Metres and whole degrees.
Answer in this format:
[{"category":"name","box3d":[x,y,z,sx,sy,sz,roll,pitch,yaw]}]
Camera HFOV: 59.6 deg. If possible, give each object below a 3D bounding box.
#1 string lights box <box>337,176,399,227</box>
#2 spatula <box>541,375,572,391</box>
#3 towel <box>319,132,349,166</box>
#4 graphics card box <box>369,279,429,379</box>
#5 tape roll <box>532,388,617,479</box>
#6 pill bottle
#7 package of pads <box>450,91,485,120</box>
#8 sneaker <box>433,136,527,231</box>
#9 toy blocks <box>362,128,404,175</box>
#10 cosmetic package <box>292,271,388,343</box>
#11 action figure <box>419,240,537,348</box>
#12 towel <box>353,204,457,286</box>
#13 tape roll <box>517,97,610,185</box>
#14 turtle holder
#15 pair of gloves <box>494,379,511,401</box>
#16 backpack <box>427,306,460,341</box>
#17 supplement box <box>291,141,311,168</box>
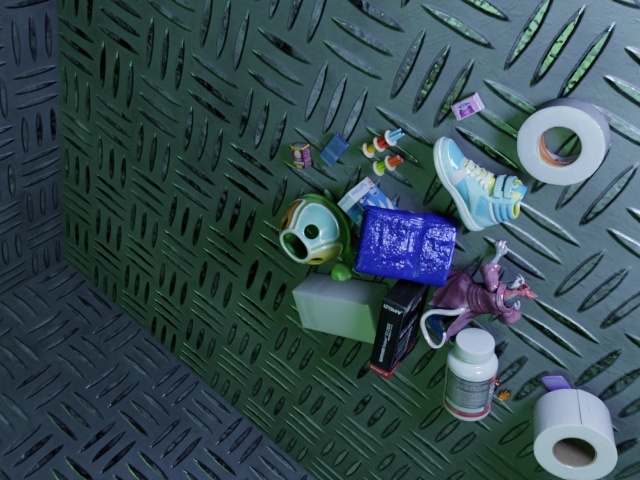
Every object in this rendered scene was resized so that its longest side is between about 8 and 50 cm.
[{"category":"string lights box","box3d":[0.196,-0.077,1.897,0.260,0.133,0.077,47,138,2]},{"category":"spatula","box3d":[0.844,0.572,1.909,0.084,0.030,0.296,-16,109,45]},{"category":"towel","box3d":[0.045,-0.312,1.930,0.067,0.029,0.119,45,137,4]},{"category":"graphics card box","box3d":[0.287,0.295,2.015,0.094,0.233,0.371,26,133,23]},{"category":"tape roll","box3d":[0.824,0.634,1.827,0.246,0.169,0.246,8,118,16]},{"category":"pill bottle","box3d":[0.532,0.471,1.981,0.176,0.176,0.319,17,129,29]},{"category":"package of pads","box3d":[0.417,-0.379,1.583,0.083,0.032,0.050,-20,104,45]},{"category":"sneaker","box3d":[0.472,-0.181,1.615,0.208,0.127,0.319,-12,121,45]},{"category":"toy blocks","box3d":[0.221,-0.285,1.790,0.148,0.054,0.123,-22,103,45]},{"category":"cosmetic package","box3d":[0.089,0.264,2.208,0.365,0.155,0.197,7,124,34]},{"category":"action figure","box3d":[0.495,0.173,1.753,0.370,0.275,0.248,-19,100,59]},{"category":"towel","box3d":[0.273,0.015,1.784,0.308,0.076,0.228,9,87,1]},{"category":"tape roll","box3d":[0.634,-0.258,1.466,0.219,0.072,0.219,20,129,27]},{"category":"turtle holder","box3d":[-0.016,-0.004,2.051,0.243,0.227,0.320,-6,115,40]},{"category":"pair of gloves","box3d":[0.657,0.554,2.062,0.083,0.010,0.074,39,136,11]},{"category":"backpack","box3d":[0.444,0.295,1.992,0.101,0.098,0.120,8,137,46]},{"category":"supplement box","box3d":[-0.069,-0.306,2.014,0.055,0.043,0.083,13,127,31]}]
